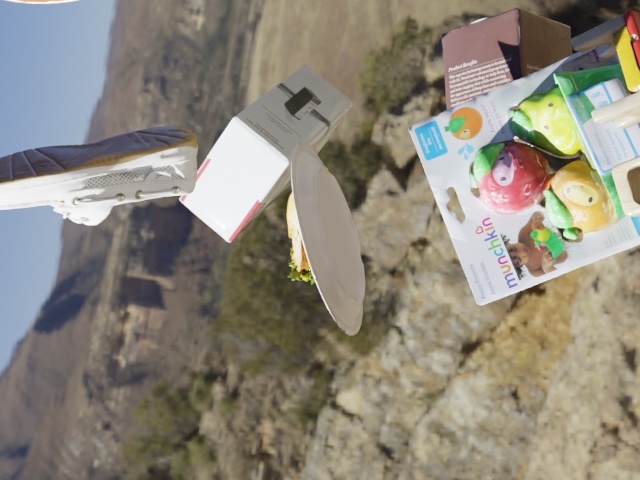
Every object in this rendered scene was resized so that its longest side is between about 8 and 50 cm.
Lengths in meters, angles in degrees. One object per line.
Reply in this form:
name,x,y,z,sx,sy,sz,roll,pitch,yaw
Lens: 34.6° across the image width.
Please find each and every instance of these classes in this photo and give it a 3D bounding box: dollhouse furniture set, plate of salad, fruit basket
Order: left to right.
plate of salad,0.000,0.000,1.027,0.200,0.048,0.199,-16,-90,-76
fruit basket,0.348,-0.112,1.582,0.165,0.353,0.327,53,-162,-70
dollhouse furniture set,0.424,-0.062,1.085,0.152,0.201,0.374,-23,75,39

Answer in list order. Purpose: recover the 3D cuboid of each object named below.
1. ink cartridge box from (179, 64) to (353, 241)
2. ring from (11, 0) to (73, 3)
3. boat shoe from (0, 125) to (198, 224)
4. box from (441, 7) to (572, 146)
ink cartridge box,-0.083,-0.148,1.682,0.197,0.114,0.273,-51,-2,35
ring,-0.253,-0.316,0.737,0.336,0.337,0.032,113,177,-51
boat shoe,-0.272,-0.059,1.193,0.098,0.277,0.096,-132,35,-57
box,0.333,-0.274,1.804,0.168,0.167,0.203,-9,80,46
